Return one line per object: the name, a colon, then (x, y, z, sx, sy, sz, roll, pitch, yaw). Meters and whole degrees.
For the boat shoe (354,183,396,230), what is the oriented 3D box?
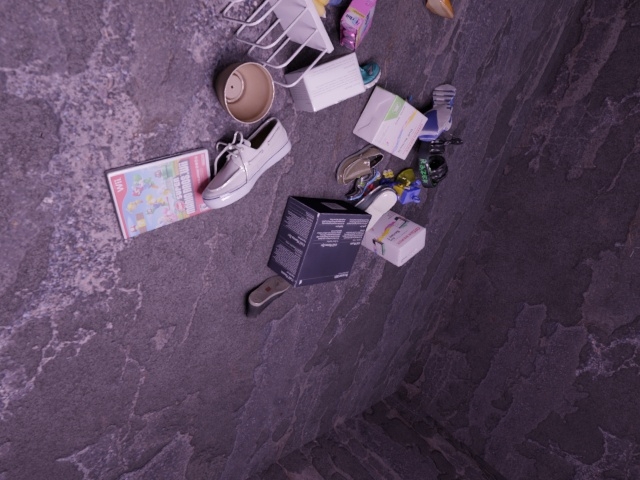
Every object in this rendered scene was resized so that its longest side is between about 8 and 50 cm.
boat shoe: (0.203, -0.132, 1.821, 0.116, 0.099, 0.319, 34, 121, -28)

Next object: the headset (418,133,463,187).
headset: (0.580, -0.412, 1.992, 0.394, 0.186, 0.243, -53, 136, -48)

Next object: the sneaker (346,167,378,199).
sneaker: (0.172, -0.254, 1.784, 0.188, 0.067, 0.078, -50, 122, -6)

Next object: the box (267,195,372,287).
box: (0.000, 0.000, 1.666, 0.344, 0.179, 0.312, -2, 116, -49)

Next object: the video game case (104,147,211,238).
video game case: (-0.448, -0.140, 1.175, 0.285, 0.025, 0.203, -25, 134, -35)

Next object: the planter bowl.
planter bowl: (-0.228, -0.424, 1.143, 0.162, 0.109, 0.161, -30, 136, -33)

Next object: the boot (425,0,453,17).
boot: (0.459, -0.992, 1.514, 0.295, 0.104, 0.211, 9, 109, -47)

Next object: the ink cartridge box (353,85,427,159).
ink cartridge box: (0.317, -0.475, 1.713, 0.354, 0.119, 0.207, 6, 117, -51)

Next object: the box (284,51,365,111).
box: (0.011, -0.488, 1.258, 0.181, 0.182, 0.118, -26, 116, -12)

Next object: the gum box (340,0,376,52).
gum box: (0.117, -0.697, 1.305, 0.107, 0.062, 0.188, -58, 180, 4)

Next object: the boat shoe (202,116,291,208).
boat shoe: (-0.236, -0.260, 1.233, 0.367, 0.136, 0.156, -46, 138, -25)

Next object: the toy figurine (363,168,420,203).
toy figurine: (0.390, -0.214, 1.924, 0.363, 0.217, 0.191, -16, 128, -41)

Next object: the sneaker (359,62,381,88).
sneaker: (0.108, -0.577, 1.428, 0.275, 0.107, 0.109, -34, 130, -28)

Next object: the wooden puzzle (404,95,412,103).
wooden puzzle: (0.361, -0.578, 1.787, 0.116, 0.014, 0.078, -44, 147, -10)

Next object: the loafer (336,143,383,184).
loafer: (0.168, -0.316, 1.699, 0.251, 0.087, 0.094, -42, 141, -19)

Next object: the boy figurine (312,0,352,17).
boy figurine: (0.001, -0.729, 1.142, 0.285, 0.092, 0.177, -38, 143, -53)

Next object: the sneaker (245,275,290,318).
sneaker: (-0.224, 0.231, 1.686, 0.222, 0.083, 0.118, -27, 154, -44)

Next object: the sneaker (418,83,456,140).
sneaker: (0.555, -0.555, 1.896, 0.315, 0.128, 0.182, -63, 153, -25)

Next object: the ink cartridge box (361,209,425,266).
ink cartridge box: (0.331, -0.026, 1.943, 0.201, 0.278, 0.117, -35, 139, -28)

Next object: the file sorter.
file sorter: (-0.132, -0.580, 1.071, 0.173, 0.193, 0.277, -49, 143, -6)
